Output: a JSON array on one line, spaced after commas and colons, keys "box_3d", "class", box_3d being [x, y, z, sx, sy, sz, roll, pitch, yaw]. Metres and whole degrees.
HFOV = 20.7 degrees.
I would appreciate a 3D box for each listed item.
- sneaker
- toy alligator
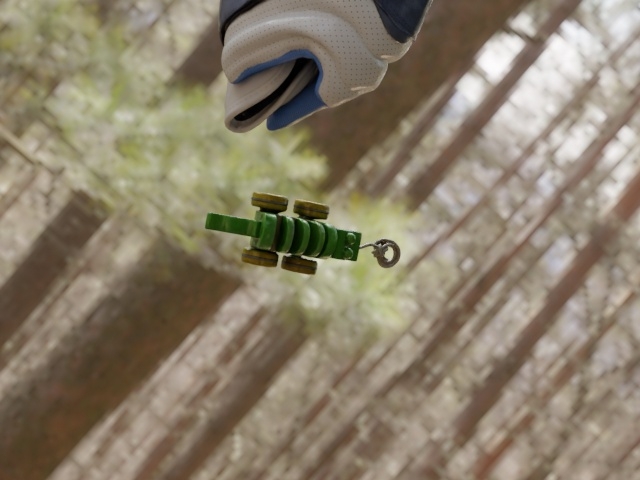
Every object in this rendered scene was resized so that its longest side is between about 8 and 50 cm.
[{"box_3d": [-0.053, -0.201, 1.337, 0.322, 0.236, 0.130, 16, -17, 41], "class": "sneaker"}, {"box_3d": [0.000, 0.000, 1.367, 0.189, 0.056, 0.051, 11, 2, -34], "class": "toy alligator"}]
